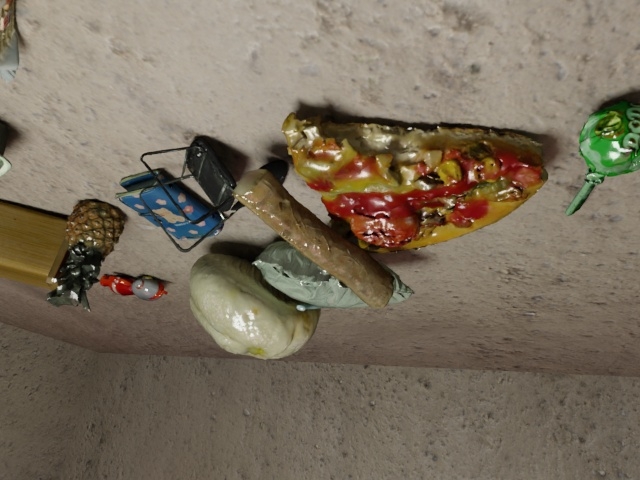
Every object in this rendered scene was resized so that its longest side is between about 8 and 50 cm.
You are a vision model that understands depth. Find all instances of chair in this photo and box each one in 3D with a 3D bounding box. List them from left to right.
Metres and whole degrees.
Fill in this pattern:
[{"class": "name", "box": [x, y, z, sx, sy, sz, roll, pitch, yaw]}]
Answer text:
[{"class": "chair", "box": [-0.188, -0.107, 0.810, 0.145, 0.221, 0.140, 53, 150, 4]}]

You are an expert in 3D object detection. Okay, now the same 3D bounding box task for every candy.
[{"class": "candy", "box": [0.423, -0.098, 0.698, 0.097, 0.097, 0.323, -1, 162, 16]}]

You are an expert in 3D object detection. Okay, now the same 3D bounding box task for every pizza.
[{"class": "pizza", "box": [0.097, -0.077, 0.761, 0.406, 0.130, 0.440, 18, 153, -27]}]

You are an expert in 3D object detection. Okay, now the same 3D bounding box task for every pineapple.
[{"class": "pineapple", "box": [-0.532, 0.034, 1.021, 0.128, 0.248, 0.128, 4, 152, 2]}]

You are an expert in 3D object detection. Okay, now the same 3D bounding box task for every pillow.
[{"class": "pillow", "box": [0.023, 0.084, 1.045, 0.283, 0.138, 0.310, 16, 174, -36]}]

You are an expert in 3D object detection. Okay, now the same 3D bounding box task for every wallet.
[{"class": "wallet", "box": [-0.320, -0.067, 0.969, 0.141, 0.059, 0.202, -5, 152, 29]}]

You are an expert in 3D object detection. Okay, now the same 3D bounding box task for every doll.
[{"class": "doll", "box": [-0.610, 0.156, 1.502, 0.245, 0.076, 0.142, 2, 155, 19]}]

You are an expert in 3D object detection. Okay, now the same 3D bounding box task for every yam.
[{"class": "yam", "box": [0.000, 0.000, 0.793, 0.356, 0.081, 0.081, 40, 142, -27]}]

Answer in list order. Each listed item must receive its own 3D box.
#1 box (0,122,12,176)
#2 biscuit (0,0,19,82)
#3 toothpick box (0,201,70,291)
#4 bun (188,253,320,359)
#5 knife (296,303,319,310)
[{"class": "box", "box": [-0.698, -0.145, 0.780, 0.290, 0.166, 0.220, -11, 149, 34]}, {"class": "biscuit", "box": [-0.404, -0.306, 0.471, 0.186, 0.079, 0.309, 20, 153, -30]}, {"class": "toothpick box", "box": [-0.759, 0.007, 1.113, 0.308, 0.188, 0.190, 18, 154, -13]}, {"class": "bun", "box": [-0.181, 0.183, 1.163, 0.365, 0.219, 0.365, 25, -176, -2]}, {"class": "knife", "box": [0.020, 0.158, 1.113, 0.028, 0.015, 0.210, 0, 178, 43]}]
